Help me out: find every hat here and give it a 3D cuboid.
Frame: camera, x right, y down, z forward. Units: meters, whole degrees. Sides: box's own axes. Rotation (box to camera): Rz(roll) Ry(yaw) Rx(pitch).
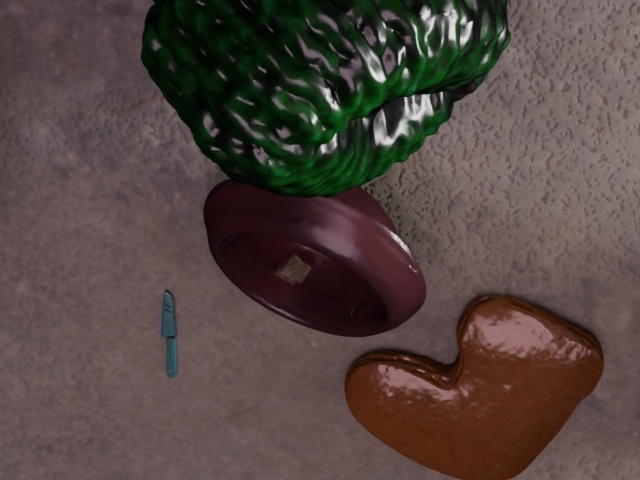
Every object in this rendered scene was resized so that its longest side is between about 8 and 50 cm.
[{"bbox_3d":[0.000,0.000,1.262,0.205,0.089,0.205,21,154,10],"label":"hat"},{"bbox_3d":[-0.038,-0.206,1.105,0.242,0.274,0.332,-42,80,14],"label":"hat"}]

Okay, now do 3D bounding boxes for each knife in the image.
[{"bbox_3d":[-0.135,0.084,1.388,0.014,0.005,0.091,3,119,2],"label":"knife"}]

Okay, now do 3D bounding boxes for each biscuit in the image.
[{"bbox_3d":[0.130,0.125,1.368,0.186,0.036,0.192,30,117,-9],"label":"biscuit"}]
